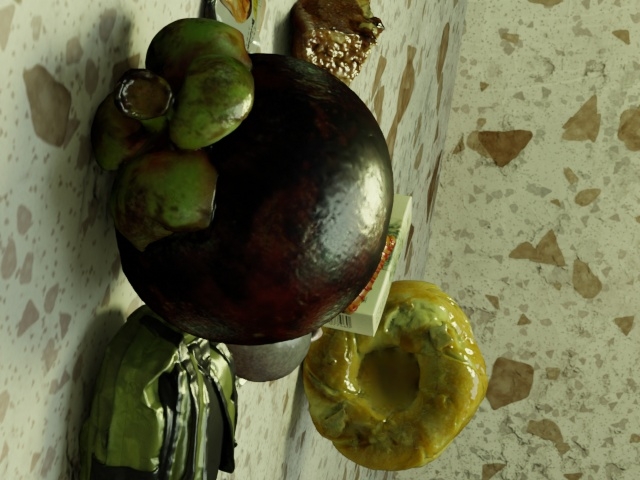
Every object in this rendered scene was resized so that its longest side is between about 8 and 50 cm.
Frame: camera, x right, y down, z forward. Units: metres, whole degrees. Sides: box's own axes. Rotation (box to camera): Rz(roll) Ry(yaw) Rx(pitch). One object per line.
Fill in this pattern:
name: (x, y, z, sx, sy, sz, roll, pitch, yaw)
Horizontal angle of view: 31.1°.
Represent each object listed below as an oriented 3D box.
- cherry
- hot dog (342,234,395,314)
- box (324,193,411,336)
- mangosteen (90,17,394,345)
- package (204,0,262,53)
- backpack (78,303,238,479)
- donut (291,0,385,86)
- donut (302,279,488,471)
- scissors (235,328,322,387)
cherry: (-0.085, 0.100, 1.497, 0.176, 0.140, 0.176, 2, 88, -56)
hot dog: (0.068, 0.047, 1.689, 0.144, 0.038, 0.062, -57, 169, -21)
box: (0.046, 0.026, 1.945, 0.069, 0.164, 0.257, 83, 22, -53)
mangosteen: (-0.074, -0.047, 1.098, 0.311, 0.311, 0.311, 12, 90, -78)
package: (-0.102, -0.248, 1.346, 0.171, 0.027, 0.173, 5, 93, -77)
backpack: (-0.165, 0.194, 1.205, 0.207, 0.140, 0.254, -51, 149, -68)
donut: (0.013, -0.287, 1.658, 0.187, 0.144, 0.126, -116, -147, -56)
donut: (0.139, 0.245, 2.149, 0.170, 0.360, 0.361, 22, 79, -71)
scissors: (-0.071, 0.155, 1.781, 0.021, 0.110, 0.212, -32, -167, 45)
